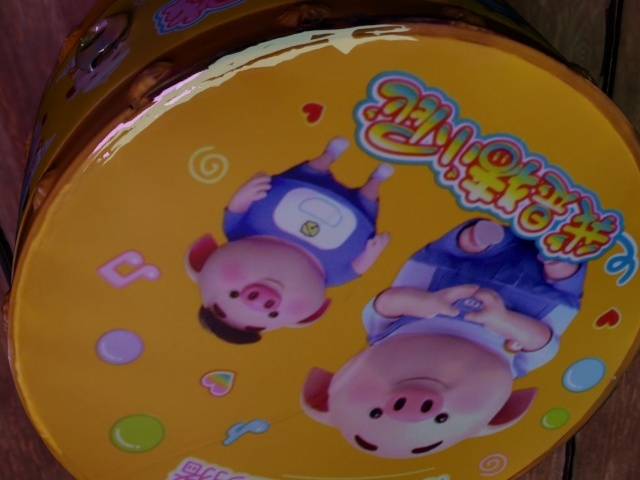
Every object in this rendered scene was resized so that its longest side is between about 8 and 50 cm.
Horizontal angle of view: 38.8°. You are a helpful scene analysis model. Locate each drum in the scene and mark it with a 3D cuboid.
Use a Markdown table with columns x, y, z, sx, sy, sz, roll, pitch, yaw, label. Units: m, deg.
| x | y | z | sx | sy | sz | roll | pitch | yaw | label |
| --- | --- | --- | --- | --- | --- | --- | --- | --- | --- |
| 0.000 | 0.000 | 0.637 | 0.431 | 0.214 | 0.431 | -6 | 125 | -9 | drum |
